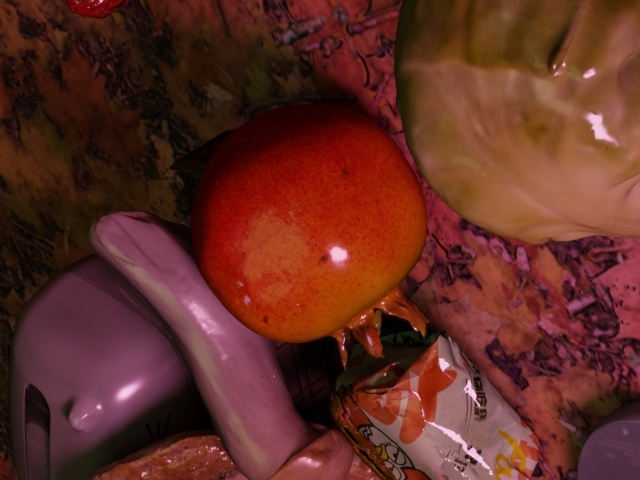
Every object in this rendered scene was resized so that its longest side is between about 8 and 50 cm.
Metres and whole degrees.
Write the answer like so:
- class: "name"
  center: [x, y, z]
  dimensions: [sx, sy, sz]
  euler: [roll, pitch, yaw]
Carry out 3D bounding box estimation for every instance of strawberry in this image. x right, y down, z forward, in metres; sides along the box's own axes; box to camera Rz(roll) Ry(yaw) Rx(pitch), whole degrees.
- class: "strawberry"
  center: [-0.225, -0.260, 1.932]
  dimensions: [0.083, 0.083, 0.096]
  euler: [42, 147, 16]

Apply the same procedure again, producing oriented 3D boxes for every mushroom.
- class: "mushroom"
  center: [-0.097, 0.114, 1.848]
  dimensions: [0.122, 0.159, 0.329]
  euler: [-43, 76, 29]

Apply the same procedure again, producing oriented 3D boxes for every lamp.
- class: "lamp"
  center: [-0.061, 0.051, 1.976]
  dimensions: [0.089, 0.090, 0.325]
  euler: [12, 126, 41]

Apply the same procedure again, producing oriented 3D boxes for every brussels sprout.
- class: "brussels sprout"
  center: [0.188, -0.140, 1.385]
  dimensions: [0.247, 0.328, 0.328]
  euler: [19, 130, 40]

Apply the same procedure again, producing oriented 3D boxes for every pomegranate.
- class: "pomegranate"
  center: [0.000, 0.000, 1.763]
  dimensions: [0.257, 0.221, 0.221]
  euler: [50, 142, 1]

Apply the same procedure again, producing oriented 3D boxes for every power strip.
- class: "power strip"
  center: [0.305, 0.207, 1.738]
  dimensions: [0.216, 0.044, 0.137]
  euler: [13, 126, 41]

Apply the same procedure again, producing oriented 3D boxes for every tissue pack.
- class: "tissue pack"
  center: [-0.229, 0.187, 2.136]
  dimensions: [0.229, 0.236, 0.333]
  euler: [32, 137, 28]

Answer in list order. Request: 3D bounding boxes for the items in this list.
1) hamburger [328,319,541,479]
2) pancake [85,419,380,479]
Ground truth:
- class: "hamburger"
  center: [0.097, 0.187, 1.880]
  dimensions: [0.235, 0.125, 0.214]
  euler: [-7, 117, 54]
- class: "pancake"
  center: [-0.086, 0.309, 2.043]
  dimensions: [0.387, 0.387, 0.082]
  euler: [104, 165, -45]
